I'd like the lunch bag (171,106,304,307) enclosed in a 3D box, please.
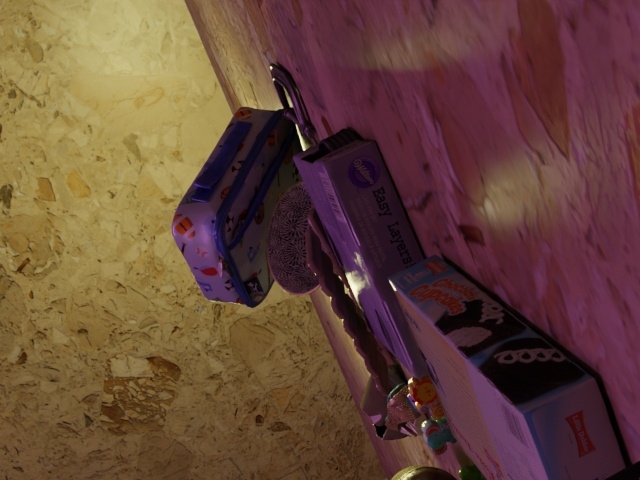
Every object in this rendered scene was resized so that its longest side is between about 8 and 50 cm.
[{"bbox_3d":[-0.117,-0.054,1.505,0.243,0.115,0.303,74,-148,-48],"label":"lunch bag"}]

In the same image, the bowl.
[{"bbox_3d":[0.000,0.000,1.417,0.080,0.170,0.170,8,-138,-41],"label":"bowl"}]

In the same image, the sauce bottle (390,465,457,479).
[{"bbox_3d":[0.148,0.366,1.299,0.344,0.111,0.111,91,153,-77],"label":"sauce bottle"}]

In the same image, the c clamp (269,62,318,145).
[{"bbox_3d":[-0.041,-0.192,1.398,0.137,0.022,0.161,68,174,-31],"label":"c clamp"}]

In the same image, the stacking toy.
[{"bbox_3d":[0.155,0.248,1.335,0.221,0.052,0.167,66,175,-22],"label":"stacking toy"}]

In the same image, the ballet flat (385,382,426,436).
[{"bbox_3d":[0.147,0.296,1.580,0.067,0.073,0.206,48,173,20],"label":"ballet flat"}]

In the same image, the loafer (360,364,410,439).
[{"bbox_3d":[0.119,0.299,1.730,0.251,0.087,0.094,70,173,-45],"label":"loafer"}]

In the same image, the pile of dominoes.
[{"bbox_3d":[0.031,0.066,1.255,0.251,0.040,0.196,60,-158,-21],"label":"pile of dominoes"}]

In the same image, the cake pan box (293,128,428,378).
[{"bbox_3d":[0.056,0.004,1.093,0.267,0.070,0.246,66,173,-9],"label":"cake pan box"}]

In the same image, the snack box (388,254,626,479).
[{"bbox_3d":[0.153,0.141,0.776,0.322,0.060,0.187,-130,17,-72],"label":"snack box"}]

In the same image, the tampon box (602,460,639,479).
[{"bbox_3d":[0.173,0.183,0.426,0.101,0.120,0.161,-122,9,-50],"label":"tampon box"}]
